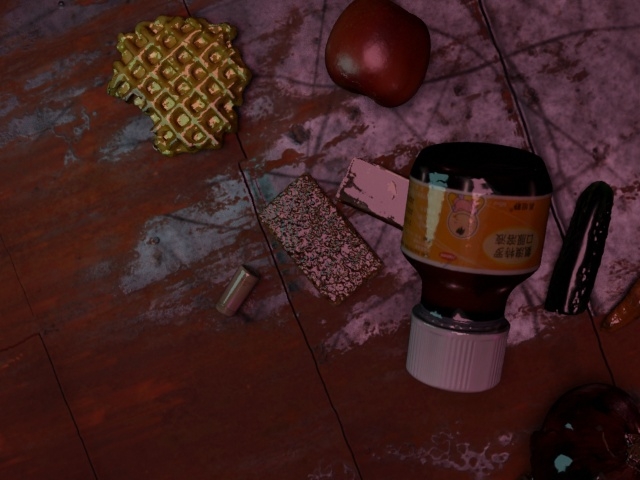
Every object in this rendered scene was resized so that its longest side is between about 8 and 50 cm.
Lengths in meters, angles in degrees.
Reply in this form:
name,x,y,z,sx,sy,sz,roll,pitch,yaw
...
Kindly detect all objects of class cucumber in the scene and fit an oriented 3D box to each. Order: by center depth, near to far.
name,x,y,z,sx,sy,sz,roll,pitch,yaw
cucumber,0.452,0.014,1.606,0.074,0.074,0.242,16,94,8

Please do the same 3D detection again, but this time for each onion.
name,x,y,z,sx,sy,sz,roll,pitch,yaw
onion,0.457,0.375,1.560,0.221,0.281,0.281,5,96,-34

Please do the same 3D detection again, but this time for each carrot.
name,x,y,z,sx,sy,sz,roll,pitch,yaw
carrot,0.572,0.071,1.600,0.059,0.059,0.248,40,101,5

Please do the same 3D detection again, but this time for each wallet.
name,x,y,z,sx,sy,sz,roll,pitch,yaw
wallet,0.122,-0.078,1.677,0.176,0.026,0.095,25,103,8

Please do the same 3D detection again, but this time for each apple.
name,x,y,z,sx,sy,sz,roll,pitch,yaw
apple,0.101,-0.320,1.590,0.181,0.181,0.168,31,97,6

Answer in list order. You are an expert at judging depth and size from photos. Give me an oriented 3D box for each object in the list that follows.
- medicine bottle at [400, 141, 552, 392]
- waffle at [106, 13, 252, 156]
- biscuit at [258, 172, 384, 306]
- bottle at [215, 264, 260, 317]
name,x,y,z,sx,sy,sz,roll,pitch,yaw
medicine bottle,0.254,0.048,1.568,0.242,0.242,0.395,4,107,9
waffle,-0.262,-0.284,1.714,0.291,0.051,0.291,0,91,9
biscuit,0.000,0.000,1.702,0.131,0.025,0.231,-42,86,10
bottle,-0.154,0.094,1.722,0.045,0.045,0.096,34,99,6
